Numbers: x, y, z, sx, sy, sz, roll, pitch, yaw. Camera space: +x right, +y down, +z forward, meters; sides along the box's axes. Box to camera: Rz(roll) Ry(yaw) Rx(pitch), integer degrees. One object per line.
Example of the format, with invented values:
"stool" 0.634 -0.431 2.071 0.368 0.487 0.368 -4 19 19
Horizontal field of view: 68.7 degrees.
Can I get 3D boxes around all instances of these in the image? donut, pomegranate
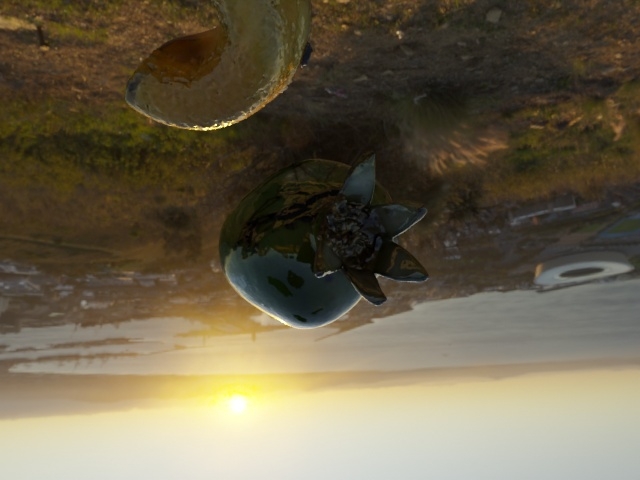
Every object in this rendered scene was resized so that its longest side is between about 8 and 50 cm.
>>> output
"donut" -0.217 -0.392 0.791 0.377 0.163 0.435 -8 125 20
"pomegranate" 0.000 0.000 0.376 0.131 0.152 0.191 46 170 -13
